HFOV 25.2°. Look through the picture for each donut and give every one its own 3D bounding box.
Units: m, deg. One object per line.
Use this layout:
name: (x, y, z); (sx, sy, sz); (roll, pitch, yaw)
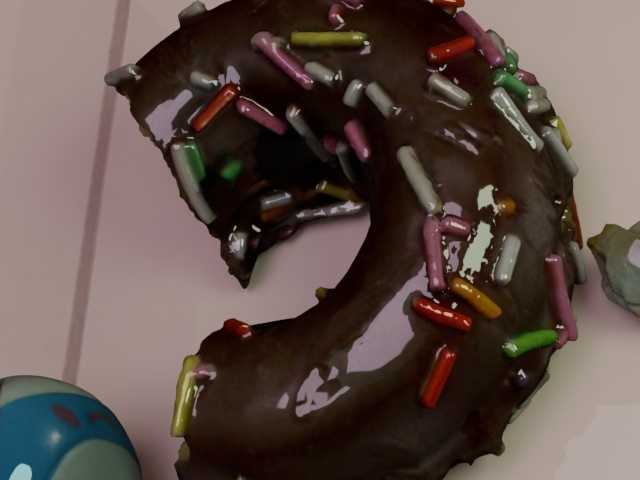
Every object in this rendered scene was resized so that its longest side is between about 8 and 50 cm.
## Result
donut: (0.019, -0.012, 0.838); (0.259, 0.136, 0.345); (-21, 63, 20)

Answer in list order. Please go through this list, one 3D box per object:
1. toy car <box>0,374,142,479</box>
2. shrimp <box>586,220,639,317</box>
toy car: (-0.206, 0.200, 0.825); (0.255, 0.188, 0.190); (-43, 66, 1)
shrimp: (0.202, 0.072, 0.765); (0.161, 0.049, 0.166); (17, 79, 25)
